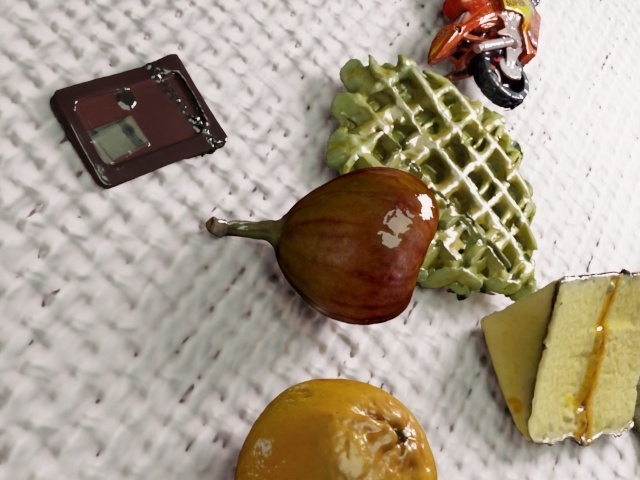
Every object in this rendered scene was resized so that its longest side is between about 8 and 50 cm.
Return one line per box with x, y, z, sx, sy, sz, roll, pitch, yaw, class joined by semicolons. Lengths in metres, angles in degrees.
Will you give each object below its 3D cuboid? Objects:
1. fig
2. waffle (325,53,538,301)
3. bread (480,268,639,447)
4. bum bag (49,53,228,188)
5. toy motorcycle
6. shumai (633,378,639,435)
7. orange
0.023;0.011;0.956;0.148;0.202;0.149;-38;113;-62;fig
0.142;-0.075;1.139;0.317;0.073;0.297;16;57;-34;waffle
0.319;0.139;1.125;0.240;0.135;0.178;0;67;-43;bread
-0.172;-0.114;0.930;0.159;0.026;0.109;-27;85;-40;bum bag
0.231;-0.307;1.338;0.171;0.089;0.298;34;49;-20;toy motorcycle
0.489;0.218;1.262;0.142;0.184;0.184;54;34;-48;shumai
0.016;0.202;0.820;0.178;0.155;0.177;10;68;-25;orange
